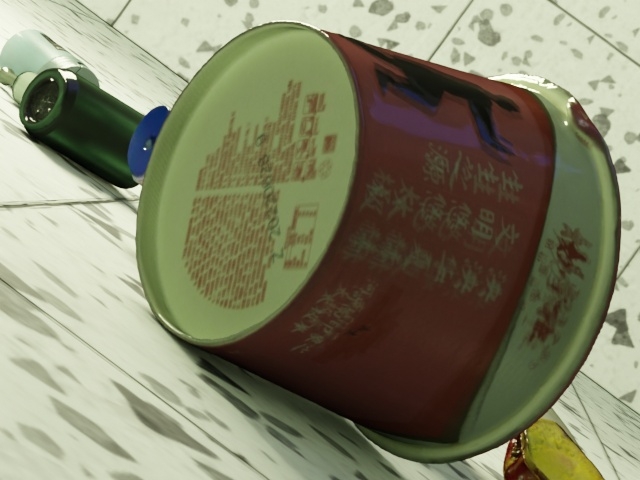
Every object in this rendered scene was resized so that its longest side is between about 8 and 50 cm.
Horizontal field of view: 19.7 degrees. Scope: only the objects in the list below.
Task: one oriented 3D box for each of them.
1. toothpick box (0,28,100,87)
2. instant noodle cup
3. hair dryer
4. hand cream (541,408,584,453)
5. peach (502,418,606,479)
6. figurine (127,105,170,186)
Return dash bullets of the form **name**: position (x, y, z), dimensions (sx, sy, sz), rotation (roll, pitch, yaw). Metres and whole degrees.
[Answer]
- **toothpick box**: position (-0.219, -0.132, 1.484), dimensions (0.052, 0.052, 0.083), rotation (32, 5, -45)
- **instant noodle cup**: position (0.021, -0.008, 1.013), dimensions (0.178, 0.235, 0.235), rotation (21, 13, -38)
- **hair dryer**: position (-0.204, -0.103, 1.380), dimensions (0.100, 0.057, 0.198), rotation (33, -3, -39)
- **hand cream**: position (0.178, 0.147, 1.659), dimensions (0.186, 0.054, 0.087), rotation (43, 0, 3)
- **peach**: position (0.164, 0.167, 1.277), dimensions (0.083, 0.050, 0.077), rotation (26, 30, -11)
- **figurine**: position (0.006, -0.005, 1.213), dimensions (0.274, 0.194, 0.133), rotation (56, 30, -50)
